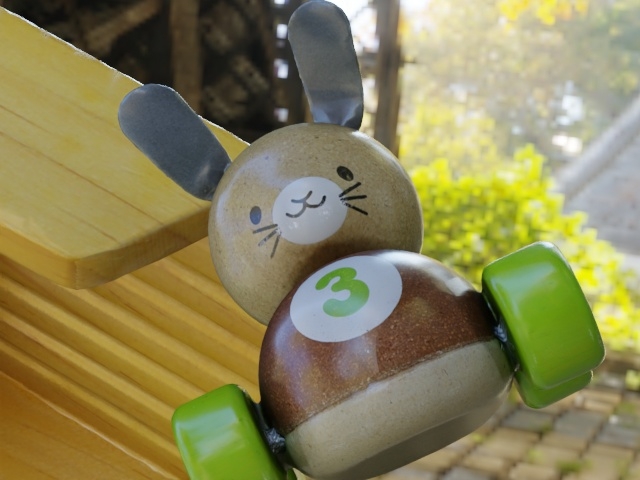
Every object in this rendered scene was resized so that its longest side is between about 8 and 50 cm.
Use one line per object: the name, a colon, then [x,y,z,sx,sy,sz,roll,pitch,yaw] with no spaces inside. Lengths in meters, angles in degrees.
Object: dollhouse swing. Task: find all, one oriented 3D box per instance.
dollhouse swing: [-0.227,0.095,0.917,0.305,0.315,0.347,-51,-16,-35]

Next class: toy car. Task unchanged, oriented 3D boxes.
toy car: [0.000,0.000,0.665,0.149,0.155,0.188,65,180,-78]
